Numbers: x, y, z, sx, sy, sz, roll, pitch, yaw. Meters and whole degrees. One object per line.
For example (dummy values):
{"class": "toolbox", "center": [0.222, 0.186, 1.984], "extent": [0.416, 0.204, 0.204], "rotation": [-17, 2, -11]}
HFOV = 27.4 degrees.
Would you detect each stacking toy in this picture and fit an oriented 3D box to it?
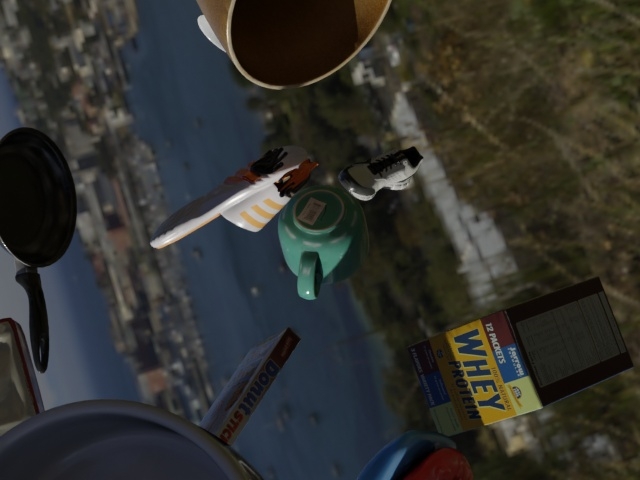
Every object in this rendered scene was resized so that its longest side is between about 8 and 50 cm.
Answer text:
{"class": "stacking toy", "center": [0.172, 0.326, 1.268], "extent": [0.302, 0.175, 0.165], "rotation": [30, -179, 28]}

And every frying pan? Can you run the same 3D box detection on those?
{"class": "frying pan", "center": [-0.395, 0.003, 1.845], "extent": [0.197, 0.053, 0.326], "rotation": [-35, -63, -62]}

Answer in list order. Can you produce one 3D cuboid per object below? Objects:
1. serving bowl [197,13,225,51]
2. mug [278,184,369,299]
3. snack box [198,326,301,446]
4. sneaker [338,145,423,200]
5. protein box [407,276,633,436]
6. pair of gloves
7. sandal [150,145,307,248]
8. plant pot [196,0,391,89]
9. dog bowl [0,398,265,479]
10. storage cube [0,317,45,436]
{"class": "serving bowl", "center": [-0.119, -0.275, 1.710], "extent": [0.083, 0.027, 0.083], "rotation": [31, 164, 10]}
{"class": "mug", "center": [0.007, -0.006, 1.895], "extent": [0.097, 0.129, 0.158], "rotation": [79, 171, -54]}
{"class": "snack box", "center": [-0.081, 0.156, 1.262], "extent": [0.022, 0.178, 0.064], "rotation": [46, 136, -12]}
{"class": "sneaker", "center": [0.059, -0.070, 1.272], "extent": [0.040, 0.109, 0.044], "rotation": [51, 127, 15]}
{"class": "protein box", "center": [0.270, 0.159, 1.777], "extent": [0.200, 0.201, 0.136], "rotation": [-28, 80, 49]}
{"class": "pair of gloves", "center": [-0.051, -0.089, 1.709], "extent": [0.083, 0.074, 0.010], "rotation": [24, 143, 28]}
{"class": "sandal", "center": [-0.117, -0.045, 1.852], "extent": [0.076, 0.265, 0.102], "rotation": [54, -161, -19]}
{"class": "plant pot", "center": [-0.072, -0.352, 1.589], "extent": [0.254, 0.237, 0.237], "rotation": [49, 156, 35]}
{"class": "dog bowl", "center": [-0.152, 0.256, 0.979], "extent": [0.104, 0.264, 0.265], "rotation": [53, -165, -71]}
{"class": "storage cube", "center": [-0.353, 0.186, 1.241], "extent": [0.193, 0.183, 0.215], "rotation": [154, 101, -78]}
